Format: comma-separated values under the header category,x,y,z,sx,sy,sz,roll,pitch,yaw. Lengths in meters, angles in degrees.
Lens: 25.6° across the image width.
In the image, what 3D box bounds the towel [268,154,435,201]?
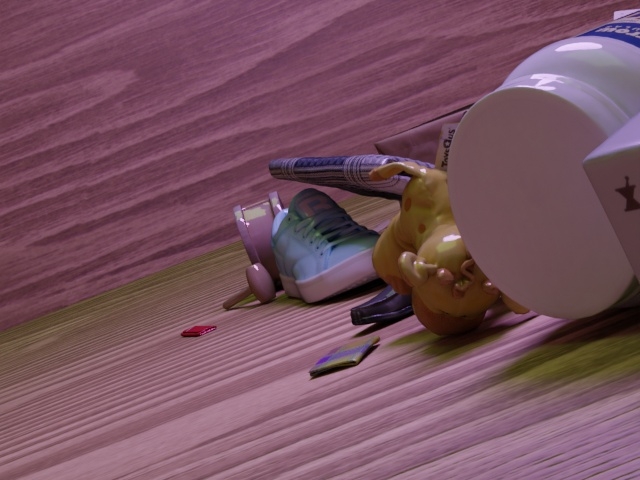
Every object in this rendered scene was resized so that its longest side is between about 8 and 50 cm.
category,x,y,z,sx,sy,sz,roll,pitch,yaw
towel,0.131,-0.070,1.991,0.324,0.056,0.312,9,-3,-32

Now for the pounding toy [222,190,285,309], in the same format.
category,x,y,z,sx,sy,sz,roll,pitch,yaw
pounding toy,-0.111,0.014,2.294,0.155,0.154,0.269,-20,5,3

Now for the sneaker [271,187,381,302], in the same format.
category,x,y,z,sx,sy,sz,roll,pitch,yaw
sneaker,0.000,0.000,2.025,0.135,0.150,0.366,-24,6,-21

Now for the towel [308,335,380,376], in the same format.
category,x,y,z,sx,sy,sz,roll,pitch,yaw
towel,0.026,0.119,1.455,0.060,0.009,0.083,-18,6,22

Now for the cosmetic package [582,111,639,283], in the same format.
category,x,y,z,sx,sy,sz,roll,pitch,yaw
cosmetic package,0.429,-0.112,1.043,0.453,0.161,0.230,-36,14,-35

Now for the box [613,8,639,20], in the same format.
category,x,y,z,sx,sy,sz,roll,pitch,yaw
box,0.508,-0.222,1.866,0.232,0.149,0.127,-3,37,17

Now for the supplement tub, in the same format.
category,x,y,z,sx,sy,sz,roll,pitch,yaw
supplement tub,0.291,-0.081,1.228,0.325,0.235,0.235,-25,6,-38

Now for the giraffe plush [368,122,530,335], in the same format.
category,x,y,z,sx,sy,sz,roll,pitch,yaw
giraffe plush,0.136,0.018,1.375,0.181,0.210,0.170,-10,39,5

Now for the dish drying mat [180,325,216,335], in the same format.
category,x,y,z,sx,sy,sz,roll,pitch,yaw
dish drying mat,-0.186,0.136,2.133,0.032,0.008,0.083,-22,5,-25

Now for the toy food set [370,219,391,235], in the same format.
category,x,y,z,sx,sy,sz,roll,pitch,yaw
toy food set,0.129,0.006,2.137,0.132,0.038,0.192,-33,18,-35

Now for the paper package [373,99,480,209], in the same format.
category,x,y,z,sx,sy,sz,roll,pitch,yaw
paper package,0.315,-0.169,2.460,0.325,0.168,0.309,-25,5,-31

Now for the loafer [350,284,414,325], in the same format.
category,x,y,z,sx,sy,sz,roll,pitch,yaw
loafer,0.101,0.048,1.611,0.170,0.061,0.062,-24,7,-28
